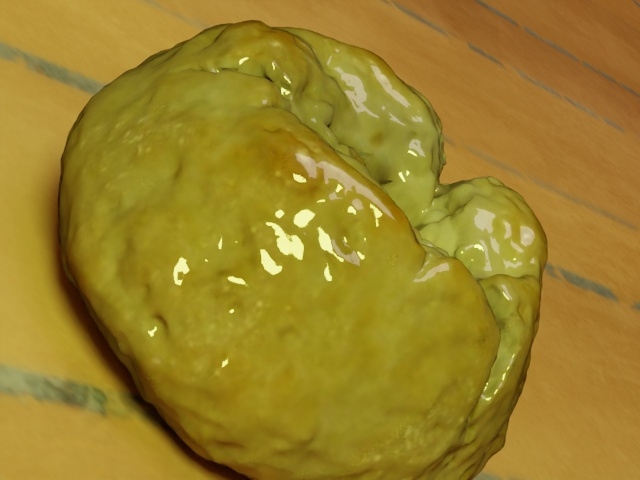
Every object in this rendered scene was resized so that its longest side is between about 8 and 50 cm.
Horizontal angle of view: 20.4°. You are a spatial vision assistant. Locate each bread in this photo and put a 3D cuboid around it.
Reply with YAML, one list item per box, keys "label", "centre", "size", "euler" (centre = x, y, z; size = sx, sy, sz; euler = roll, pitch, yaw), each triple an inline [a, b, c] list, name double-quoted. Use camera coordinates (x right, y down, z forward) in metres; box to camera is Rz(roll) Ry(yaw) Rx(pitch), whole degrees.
- label: "bread"
  centre: [0.000, 0.000, 0.756]
  size: [0.244, 0.134, 0.244]
  euler: [39, 23, -20]
